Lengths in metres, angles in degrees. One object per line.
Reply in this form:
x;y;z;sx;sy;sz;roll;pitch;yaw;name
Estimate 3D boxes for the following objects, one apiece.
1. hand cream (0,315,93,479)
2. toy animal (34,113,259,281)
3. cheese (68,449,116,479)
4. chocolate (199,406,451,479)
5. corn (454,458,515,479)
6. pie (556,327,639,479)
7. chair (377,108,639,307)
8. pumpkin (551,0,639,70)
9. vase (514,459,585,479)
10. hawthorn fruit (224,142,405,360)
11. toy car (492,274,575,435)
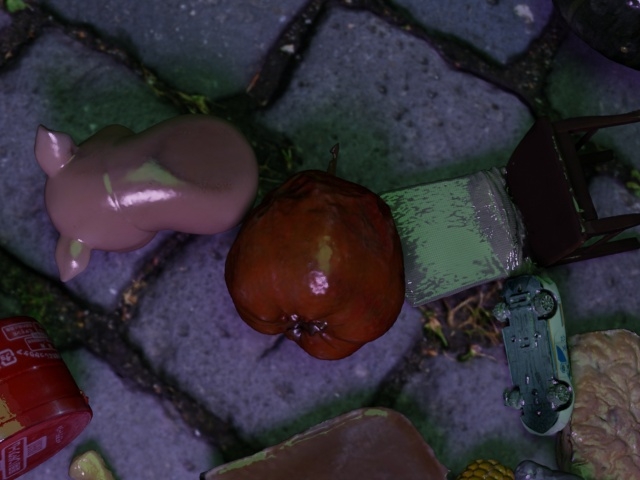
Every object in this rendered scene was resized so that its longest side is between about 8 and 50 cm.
-0.345;0.176;1.752;0.193;0.193;0.125;-26;73;-21;hand cream
-0.190;-0.060;1.904;0.250;0.154;0.166;-13;80;-14;toy animal
-0.241;0.267;1.823;0.044;0.030;0.083;-31;83;-28;cheese
0.007;0.287;1.843;0.261;0.083;0.161;-18;56;-19;chocolate
0.145;0.378;1.822;0.106;0.106;0.305;26;63;-1;corn
0.360;0.209;1.968;0.185;0.052;0.218;8;65;-8;pie
0.245;-0.043;1.979;0.319;0.186;0.160;-10;76;-19;chair
0.435;-0.352;2.132;0.300;0.207;0.300;9;61;-17;pumpkin
0.303;0.299;1.884;0.211;0.060;0.060;29;64;-18;vase
0.000;0.000;1.900;0.207;0.207;0.243;13;63;-7;hawthorn fruit
0.253;0.132;1.951;0.058;0.093;0.186;-4;83;-36;toy car
